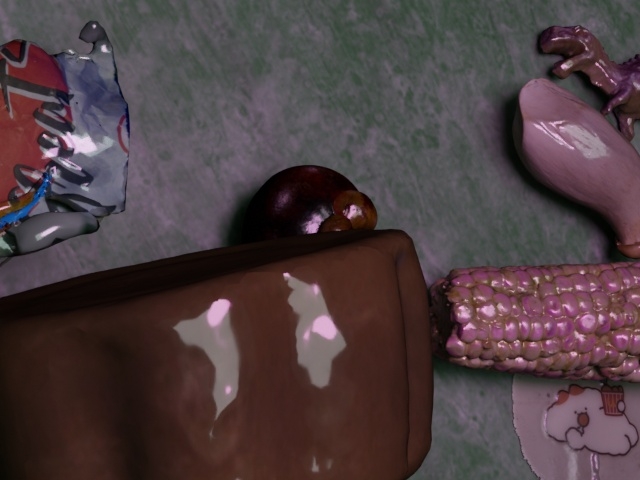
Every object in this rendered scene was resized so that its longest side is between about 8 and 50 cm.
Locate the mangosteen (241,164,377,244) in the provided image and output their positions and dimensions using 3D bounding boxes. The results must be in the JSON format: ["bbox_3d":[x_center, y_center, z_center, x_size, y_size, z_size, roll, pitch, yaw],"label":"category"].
[{"bbox_3d":[0.000,0.000,1.569,0.140,0.140,0.140,5,79,-28],"label":"mangosteen"}]

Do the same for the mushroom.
[{"bbox_3d":[0.260,-0.071,1.756,0.212,0.097,0.088,39,96,-22],"label":"mushroom"}]

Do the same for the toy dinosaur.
[{"bbox_3d":[0.348,-0.180,1.834,0.251,0.072,0.199,-27,84,-20],"label":"toy dinosaur"}]

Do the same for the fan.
[{"bbox_3d":[0.266,0.228,1.752,0.191,0.009,0.329,5,79,-29],"label":"fan"}]

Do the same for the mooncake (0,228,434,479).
[{"bbox_3d":[-0.099,0.118,1.368,0.378,0.378,0.200,-14,94,-30],"label":"mooncake"}]

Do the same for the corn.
[{"bbox_3d":[0.252,0.078,1.707,0.335,0.127,0.126,-2,83,-26],"label":"corn"}]

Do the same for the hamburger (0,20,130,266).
[{"bbox_3d":[-0.285,-0.056,1.429,0.276,0.150,0.260,13,56,-3],"label":"hamburger"}]
